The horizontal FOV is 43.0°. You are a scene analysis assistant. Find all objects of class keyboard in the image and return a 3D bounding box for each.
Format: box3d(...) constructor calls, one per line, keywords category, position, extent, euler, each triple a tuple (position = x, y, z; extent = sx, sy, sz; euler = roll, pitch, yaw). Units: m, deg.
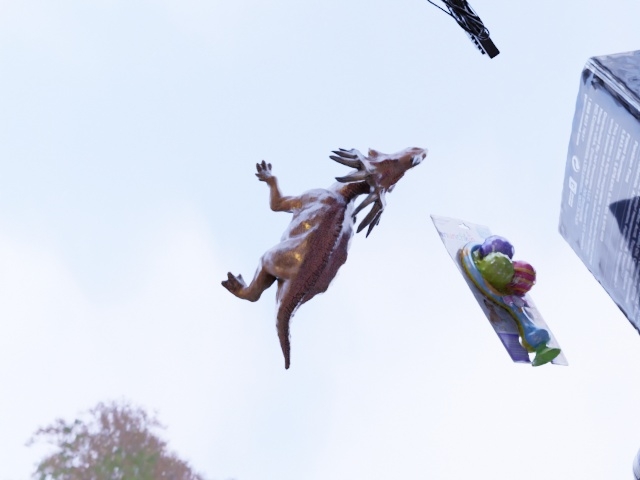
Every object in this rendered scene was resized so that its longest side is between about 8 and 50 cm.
box3d(category="keyboard", position=(0.146, -0.294, 0.984), extent=(0.038, 0.100, 0.192), euler=(-40, -69, 7))

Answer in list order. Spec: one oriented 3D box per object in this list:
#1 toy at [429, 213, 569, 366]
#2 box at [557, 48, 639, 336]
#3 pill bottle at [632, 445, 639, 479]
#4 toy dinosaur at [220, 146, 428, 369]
box3d(category="toy", position=(0.250, 0.053, 1.074), extent=(0.136, 0.237, 0.056), euler=(10, -42, -43))
box3d(category="box", position=(0.619, -0.027, 0.970), extent=(0.479, 0.472, 0.298), euler=(-10, -54, -8))
box3d(category="pill bottle", position=(0.415, 0.269, 0.978), extent=(0.067, 0.067, 0.120), euler=(-1, -44, 3))
box3d(category="toy dinosaur", position=(0.000, 0.000, 0.954), extent=(0.127, 0.296, 0.200), euler=(30, -20, -33))
